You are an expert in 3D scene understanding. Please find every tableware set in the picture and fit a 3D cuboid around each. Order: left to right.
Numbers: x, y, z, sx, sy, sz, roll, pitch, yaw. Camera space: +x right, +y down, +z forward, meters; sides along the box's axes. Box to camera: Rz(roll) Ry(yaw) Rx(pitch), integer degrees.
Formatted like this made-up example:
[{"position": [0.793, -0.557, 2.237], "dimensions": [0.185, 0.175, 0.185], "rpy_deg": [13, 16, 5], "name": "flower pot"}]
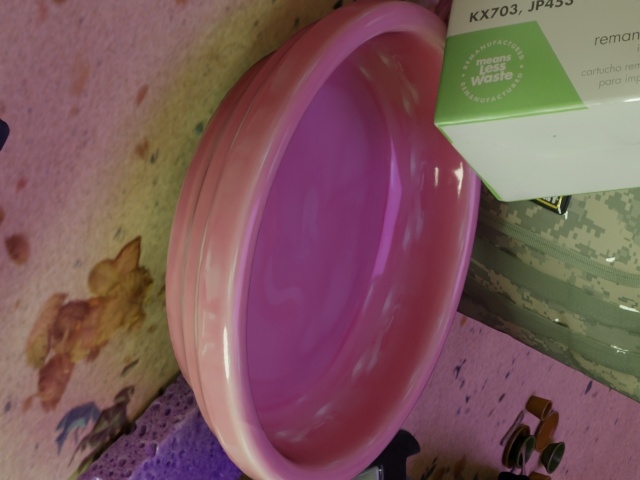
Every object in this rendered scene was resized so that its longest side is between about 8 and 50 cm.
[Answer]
[{"position": [0.226, 0.215, 1.970], "dimensions": [0.104, 0.024, 0.154], "rpy_deg": [-52, 150, -27], "name": "tableware set"}]

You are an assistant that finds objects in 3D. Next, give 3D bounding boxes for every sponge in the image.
[{"position": [-0.089, 0.143, 1.321], "dimensions": [0.210, 0.031, 0.117], "rpy_deg": [-46, 148, -37], "name": "sponge"}]

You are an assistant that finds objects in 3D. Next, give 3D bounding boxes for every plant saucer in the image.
[{"position": [0.000, 0.000, 1.268], "dimensions": [0.332, 0.084, 0.332], "rpy_deg": [-36, 133, -51], "name": "plant saucer"}]

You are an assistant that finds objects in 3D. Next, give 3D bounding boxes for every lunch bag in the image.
[{"position": [0.208, -0.035, 1.490], "dimensions": [0.169, 0.235, 0.287], "rpy_deg": [-47, 148, -28], "name": "lunch bag"}]

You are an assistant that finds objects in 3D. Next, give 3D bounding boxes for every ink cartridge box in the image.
[{"position": [0.211, -0.215, 1.301], "dimensions": [0.119, 0.207, 0.353], "rpy_deg": [43, 49, -49], "name": "ink cartridge box"}]

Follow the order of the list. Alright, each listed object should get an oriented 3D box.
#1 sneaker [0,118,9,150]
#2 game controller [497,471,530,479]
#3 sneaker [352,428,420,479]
[{"position": [-0.195, -0.003, 0.898], "dimensions": [0.153, 0.094, 0.235], "rpy_deg": [-36, 113, -50], "name": "sneaker"}, {"position": [0.184, 0.303, 1.790], "dimensions": [0.319, 0.067, 0.166], "rpy_deg": [65, 16, -84], "name": "game controller"}, {"position": [-0.005, 0.297, 1.425], "dimensions": [0.122, 0.146, 0.330], "rpy_deg": [2, 91, -56], "name": "sneaker"}]
